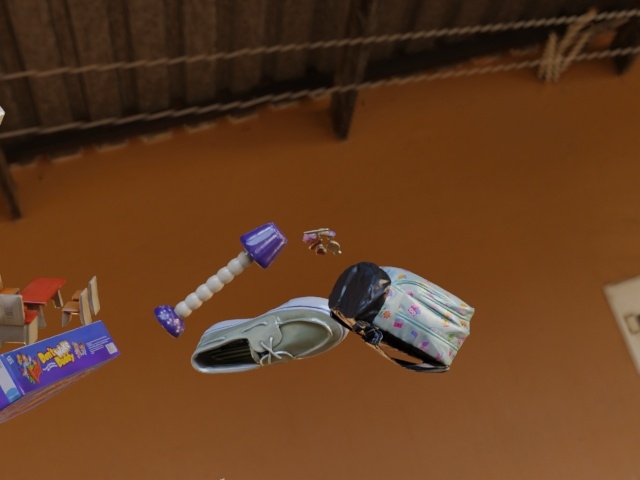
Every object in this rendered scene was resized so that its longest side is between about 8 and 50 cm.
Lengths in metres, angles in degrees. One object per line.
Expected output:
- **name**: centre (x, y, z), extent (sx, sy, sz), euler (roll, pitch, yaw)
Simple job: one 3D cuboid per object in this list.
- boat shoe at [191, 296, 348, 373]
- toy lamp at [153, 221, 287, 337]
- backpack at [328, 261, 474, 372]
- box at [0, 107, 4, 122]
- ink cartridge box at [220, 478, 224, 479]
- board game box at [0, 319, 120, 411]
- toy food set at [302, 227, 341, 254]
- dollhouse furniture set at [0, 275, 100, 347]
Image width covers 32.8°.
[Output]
- **boat shoe**: centre (-0.087, 0.179, 1.878), extent (0.302, 0.109, 0.094), euler (-17, 21, 30)
- **toy lamp**: centre (-0.179, 0.070, 1.998), extent (0.275, 0.080, 0.080), euler (-41, -24, 6)
- **backpack**: centre (0.116, 0.103, 1.469), extent (0.182, 0.115, 0.152), euler (28, 5, -18)
- **box**: centre (-0.691, -0.172, 2.044), extent (0.113, 0.094, 0.275), euler (-34, -10, -44)
- **ink cartridge box**: centre (-0.311, 0.592, 2.297), extent (0.171, 0.056, 0.235), euler (-20, -38, -47)
- **board game box**: centre (-0.539, 0.257, 1.938), extent (0.233, 0.078, 0.347), euler (-32, -4, 16)
- **toy food set**: centre (0.000, 0.000, 2.460), extent (0.078, 0.019, 0.122), euler (-9, -29, 7)
- **dollhouse furniture set**: centre (-0.691, 0.143, 2.604), extent (0.262, 0.135, 0.259), euler (2, 21, 7)
